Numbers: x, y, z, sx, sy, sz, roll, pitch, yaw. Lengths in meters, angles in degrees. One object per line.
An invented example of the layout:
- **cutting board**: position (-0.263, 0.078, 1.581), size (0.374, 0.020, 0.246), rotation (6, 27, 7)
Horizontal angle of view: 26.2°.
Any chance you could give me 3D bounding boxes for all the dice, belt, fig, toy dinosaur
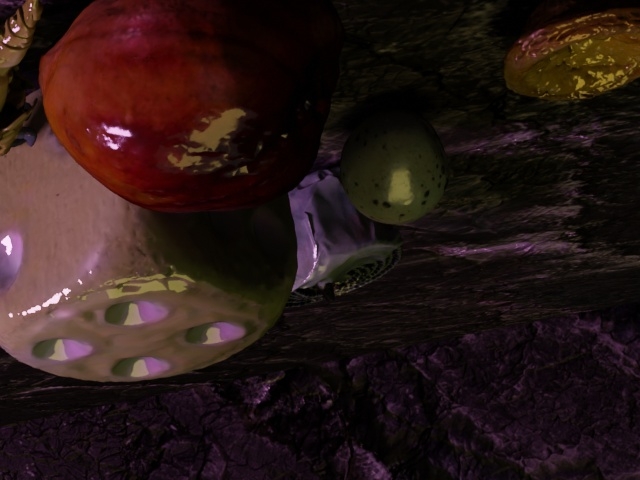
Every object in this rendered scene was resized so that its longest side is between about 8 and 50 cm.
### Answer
- **dice**: position (-0.192, -0.014, 1.368), size (0.250, 0.254, 0.252), rotation (-27, 152, 29)
- **belt**: position (0.000, 0.000, 1.829), size (0.207, 0.150, 0.257), rotation (-21, 167, 2)
- **fig**: position (-0.101, -0.125, 1.138), size (0.263, 0.224, 0.224), rotation (-21, 164, 15)
- **toy dinosaur**: position (-0.304, -0.138, 1.176), size (0.153, 0.094, 0.259), rotation (-6, 157, -26)

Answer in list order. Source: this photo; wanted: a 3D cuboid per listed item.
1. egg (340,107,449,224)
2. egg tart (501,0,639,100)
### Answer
- **egg**: position (0.089, -0.089, 1.592), size (0.131, 0.131, 0.164), rotation (-9, 160, -9)
- **egg tart**: position (0.269, -0.206, 1.389), size (0.191, 0.074, 0.191), rotation (-10, 165, -3)
